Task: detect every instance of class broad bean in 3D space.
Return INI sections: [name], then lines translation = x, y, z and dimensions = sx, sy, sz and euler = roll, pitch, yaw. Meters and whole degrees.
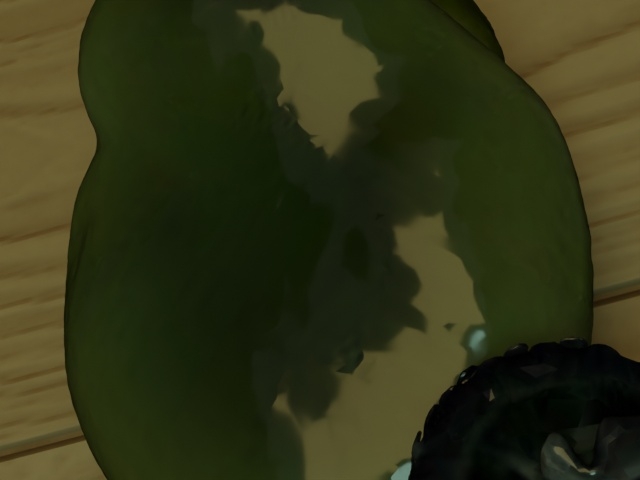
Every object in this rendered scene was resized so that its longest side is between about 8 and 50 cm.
[broad bean]
translation = 0.000, 0.000, 0.519
dimensions = 0.169, 0.100, 0.228
euler = -4, 72, 24

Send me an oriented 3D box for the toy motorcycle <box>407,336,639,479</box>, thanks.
[toy motorcycle]
translation = 0.160, 0.081, 0.402
dimensions = 0.270, 0.106, 0.159
euler = -8, 54, -2
